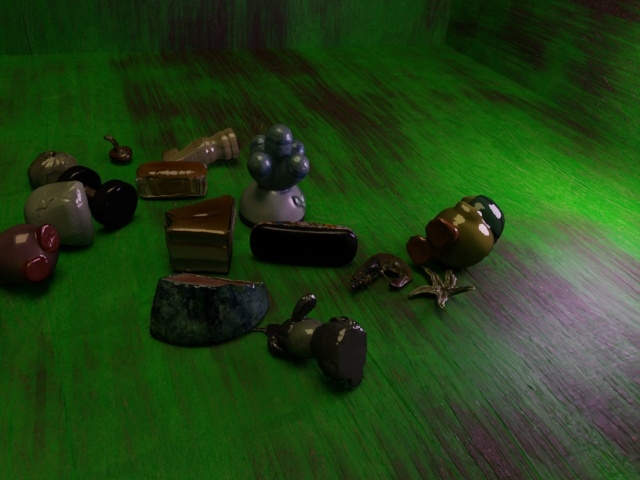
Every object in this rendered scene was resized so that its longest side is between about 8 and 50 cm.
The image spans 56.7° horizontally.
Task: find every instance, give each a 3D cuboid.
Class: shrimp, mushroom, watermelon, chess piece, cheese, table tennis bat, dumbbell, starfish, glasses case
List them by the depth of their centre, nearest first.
[{"bbox_3d":[-0.131,0.230,1.521,0.083,0.007,0.050,4,33,-5],"label":"table tennis bat"},{"bbox_3d":[-0.288,0.140,1.523,0.319,0.148,0.226,-12,28,-25],"label":"watermelon"},{"bbox_3d":[0.331,0.137,1.690,0.176,0.053,0.208,-9,23,-4],"label":"starfish"},{"bbox_3d":[0.177,0.098,1.729,0.144,0.052,0.251,28,38,27],"label":"shrimp"},{"bbox_3d":[-0.770,-0.080,1.745,0.189,0.198,0.154,-4,26,-5],"label":"cheese"},{"bbox_3d":[-0.050,0.009,1.769,0.321,0.122,0.082,4,34,-3],"label":"glasses case"},{"bbox_3d":[-0.708,-0.139,1.877,0.218,0.152,0.152,21,36,22],"label":"dumbbell"},{"bbox_3d":[-0.771,-0.345,2.250,0.129,0.073,0.088,47,57,1],"label":"mushroom"},{"bbox_3d":[-0.464,-0.334,2.267,0.301,0.137,0.137,-20,39,-16],"label":"chess piece"}]

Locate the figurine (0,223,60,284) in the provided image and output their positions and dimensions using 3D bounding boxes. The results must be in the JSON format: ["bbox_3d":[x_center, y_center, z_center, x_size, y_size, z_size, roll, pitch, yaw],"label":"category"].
[{"bbox_3d":[-0.792,0.036,1.586,0.173,0.173,0.173,4,33,-2],"label":"figurine"}]

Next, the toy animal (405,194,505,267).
[{"bbox_3d":[0.443,-0.018,1.830,0.338,0.216,0.191,-24,70,-42],"label":"toy animal"}]

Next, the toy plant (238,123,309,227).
[{"bbox_3d":[-0.147,-0.221,1.922,0.247,0.332,0.247,6,32,-4],"label":"toy plant"}]

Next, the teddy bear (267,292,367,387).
[{"bbox_3d":[0.003,0.222,1.419,0.251,0.171,0.144,24,17,36],"label":"teddy bear"}]

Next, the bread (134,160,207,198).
[{"bbox_3d":[-0.517,-0.217,2.069,0.241,0.107,0.136,-1,31,-11],"label":"bread"}]

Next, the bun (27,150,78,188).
[{"bbox_3d":[-0.929,-0.254,2.057,0.167,0.113,0.173,-1,31,-9],"label":"bun"}]

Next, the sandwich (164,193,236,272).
[{"bbox_3d":[-0.357,-0.028,1.751,0.199,0.155,0.227,3,33,-4],"label":"sandwich"}]
